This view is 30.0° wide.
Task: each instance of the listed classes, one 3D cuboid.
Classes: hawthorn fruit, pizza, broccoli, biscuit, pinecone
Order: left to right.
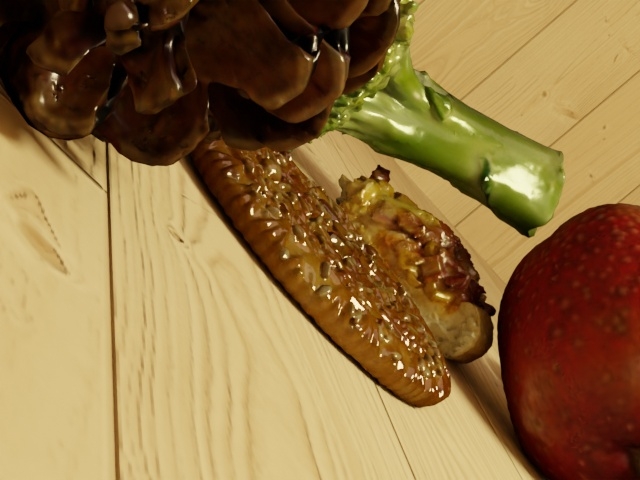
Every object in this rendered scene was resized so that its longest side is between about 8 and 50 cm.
[{"bbox_3d":[-0.071,-0.156,0.571,0.243,0.243,0.257,50,12,8],"label":"pinecone"},{"bbox_3d":[0.000,0.000,0.894,0.305,0.038,0.305,48,8,-9],"label":"biscuit"},{"bbox_3d":[0.064,-0.150,1.194,0.397,0.275,0.353,52,41,10],"label":"broccoli"},{"bbox_3d":[0.102,0.013,1.234,0.229,0.081,0.289,48,10,-9],"label":"pizza"},{"bbox_3d":[0.310,0.131,1.124,0.285,0.285,0.369,46,29,-22],"label":"hawthorn fruit"}]
